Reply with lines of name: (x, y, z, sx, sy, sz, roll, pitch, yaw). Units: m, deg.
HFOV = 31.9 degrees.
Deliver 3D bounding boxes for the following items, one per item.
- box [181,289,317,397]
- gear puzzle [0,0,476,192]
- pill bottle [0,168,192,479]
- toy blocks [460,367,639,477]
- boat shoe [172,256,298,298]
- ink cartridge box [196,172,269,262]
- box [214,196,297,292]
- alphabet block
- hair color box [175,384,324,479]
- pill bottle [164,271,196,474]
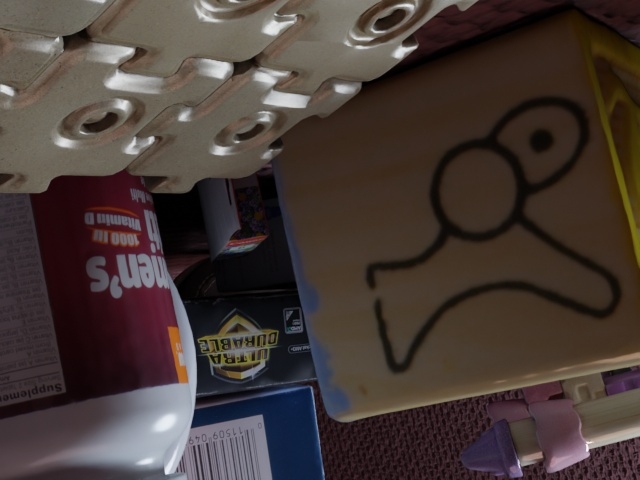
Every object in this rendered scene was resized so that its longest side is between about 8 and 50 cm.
box: (-0.052, 0.075, 0.900, 0.293, 0.073, 0.295, -3, 176, -36)
gear puzzle: (-0.090, -0.076, 0.343, 0.175, 0.044, 0.339, -35, 161, 33)
pill bottle: (-0.129, 0.046, 0.534, 0.121, 0.221, 0.121, -13, 173, -2)
toy blocks: (0.176, 0.089, 1.145, 0.260, 0.288, 0.309, -17, 175, 8)
boat shoe: (-0.038, 0.055, 1.179, 0.097, 0.116, 0.324, -22, 172, 30)
ink cartridge box: (-0.055, -0.027, 0.721, 0.029, 0.063, 0.115, -9, 172, -16)
box: (0.000, 0.000, 0.931, 0.137, 0.072, 0.126, -9, 175, 32)
alphabet block: (0.111, -0.007, 0.680, 0.197, 0.192, 0.193, -15, 174, 29)
hair color box: (-0.139, 0.178, 0.955, 0.174, 0.105, 0.347, -7, 179, -22)
pill bottle: (-0.284, 0.112, 0.740, 0.229, 0.229, 0.408, -5, 169, -44)
